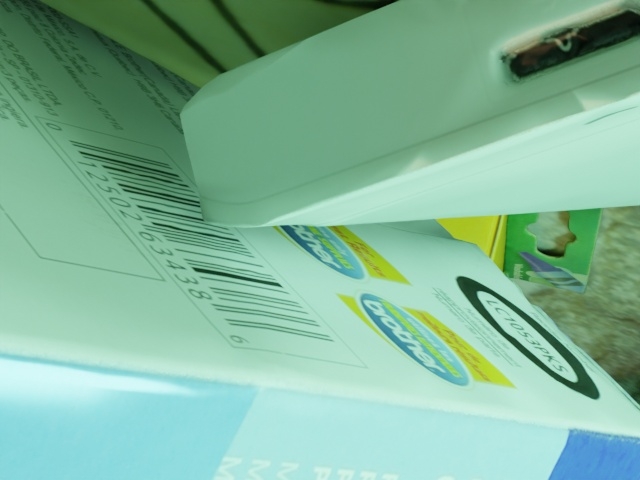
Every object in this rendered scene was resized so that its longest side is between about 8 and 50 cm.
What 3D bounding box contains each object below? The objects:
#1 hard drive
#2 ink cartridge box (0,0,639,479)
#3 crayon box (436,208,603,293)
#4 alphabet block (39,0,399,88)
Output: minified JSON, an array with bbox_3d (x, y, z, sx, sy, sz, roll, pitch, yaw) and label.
[{"bbox_3d":[0.136,-0.050,0.458,0.203,0.040,0.307,-18,172,35],"label":"hard drive"},{"bbox_3d":[-0.095,0.019,0.455,0.395,0.151,0.270,11,-153,-43],"label":"ink cartridge box"},{"bbox_3d":[0.000,0.000,1.009,0.323,0.083,0.203,12,161,9],"label":"crayon box"},{"bbox_3d":[-0.033,-0.170,0.417,0.197,0.193,0.192,27,164,-12],"label":"alphabet block"}]
